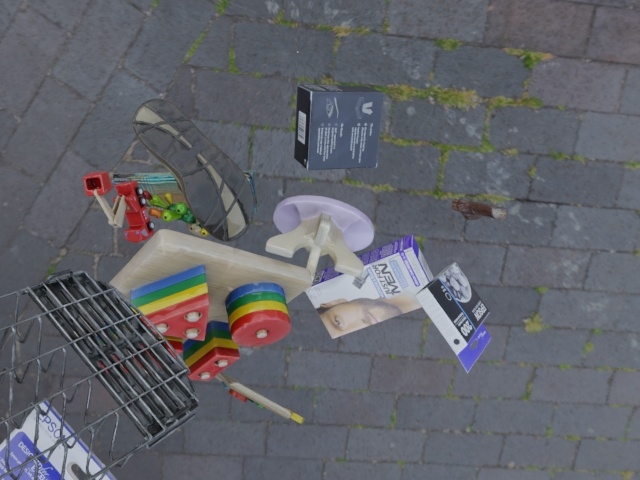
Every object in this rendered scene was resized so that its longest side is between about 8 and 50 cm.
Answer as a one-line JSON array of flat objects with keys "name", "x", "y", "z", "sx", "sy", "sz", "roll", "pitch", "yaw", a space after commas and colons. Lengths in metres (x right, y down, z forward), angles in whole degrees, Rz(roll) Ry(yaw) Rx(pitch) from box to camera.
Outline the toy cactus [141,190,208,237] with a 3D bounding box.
[{"name": "toy cactus", "x": -0.319, "y": -0.063, "z": 1.359, "sx": 0.219, "sy": 0.180, "sz": 0.112, "roll": 11, "pitch": 72, "yaw": 12}]

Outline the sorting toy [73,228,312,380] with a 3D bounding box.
[{"name": "sorting toy", "x": -0.178, "y": 0.117, "z": 0.801, "sx": 0.257, "sy": 0.089, "sz": 0.255, "roll": 19, "pitch": 134, "yaw": -41}]

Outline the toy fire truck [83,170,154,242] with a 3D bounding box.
[{"name": "toy fire truck", "x": -0.442, "y": -0.072, "z": 1.225, "sx": 0.047, "sy": 0.135, "sz": 0.192, "roll": -6, "pitch": 112, "yaw": 15}]

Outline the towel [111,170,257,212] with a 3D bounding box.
[{"name": "towel", "x": -0.366, "y": -0.128, "z": 1.559, "sx": 0.370, "sy": 0.271, "sz": 0.040, "roll": -2, "pitch": 74, "yaw": -4}]

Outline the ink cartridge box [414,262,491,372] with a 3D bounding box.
[{"name": "ink cartridge box", "x": 0.328, "y": 0.172, "z": 1.282, "sx": 0.045, "sy": 0.206, "sz": 0.208, "roll": -36, "pitch": 84, "yaw": 34}]

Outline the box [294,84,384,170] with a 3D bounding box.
[{"name": "box", "x": 0.035, "y": -0.232, "z": 1.124, "sx": 0.158, "sy": 0.093, "sz": 0.156, "roll": -5, "pitch": 115, "yaw": -20}]

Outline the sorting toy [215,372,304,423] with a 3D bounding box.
[{"name": "sorting toy", "x": -0.176, "y": 0.494, "z": 1.673, "sx": 0.307, "sy": 0.229, "sz": 0.041, "roll": 34, "pitch": 73, "yaw": -17}]

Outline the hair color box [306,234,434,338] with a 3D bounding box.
[{"name": "hair color box", "x": 0.148, "y": 0.137, "z": 1.595, "sx": 0.339, "sy": 0.110, "sz": 0.185, "roll": -23, "pitch": 107, "yaw": 20}]

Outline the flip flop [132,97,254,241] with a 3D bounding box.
[{"name": "flip flop", "x": -0.217, "y": -0.121, "z": 0.953, "sx": 0.112, "sy": 0.080, "sz": 0.277, "roll": -41, "pitch": 91, "yaw": -13}]

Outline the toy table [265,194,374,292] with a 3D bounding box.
[{"name": "toy table", "x": 0.000, "y": 0.000, "z": 1.445, "sx": 0.274, "sy": 0.161, "sz": 0.252, "roll": 7, "pitch": 134, "yaw": 5}]

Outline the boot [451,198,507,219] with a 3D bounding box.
[{"name": "boot", "x": 0.343, "y": -0.057, "z": 1.131, "sx": 0.106, "sy": 0.114, "sz": 0.037, "roll": 12, "pitch": 91, "yaw": -40}]

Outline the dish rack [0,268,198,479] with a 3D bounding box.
[{"name": "dish rack", "x": -0.242, "y": 0.131, "z": 0.427, "sx": 0.208, "sy": 0.271, "sz": 0.074, "roll": 44, "pitch": 125, "yaw": 17}]

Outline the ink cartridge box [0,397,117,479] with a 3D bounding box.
[{"name": "ink cartridge box", "x": -0.444, "y": 0.471, "z": 0.905, "sx": 0.303, "sy": 0.072, "sz": 0.307, "roll": 44, "pitch": 90, "yaw": 10}]
